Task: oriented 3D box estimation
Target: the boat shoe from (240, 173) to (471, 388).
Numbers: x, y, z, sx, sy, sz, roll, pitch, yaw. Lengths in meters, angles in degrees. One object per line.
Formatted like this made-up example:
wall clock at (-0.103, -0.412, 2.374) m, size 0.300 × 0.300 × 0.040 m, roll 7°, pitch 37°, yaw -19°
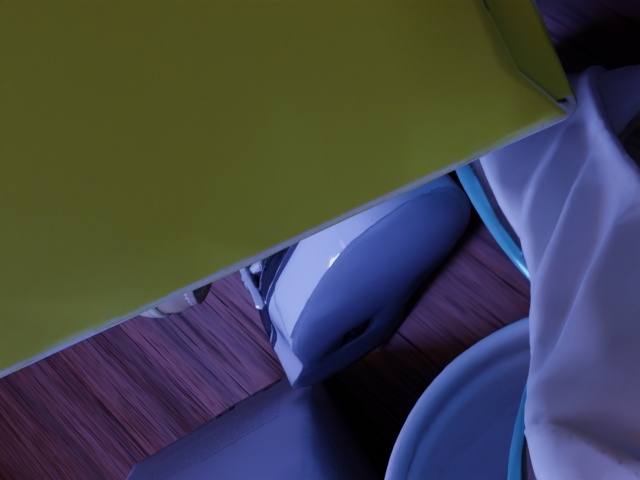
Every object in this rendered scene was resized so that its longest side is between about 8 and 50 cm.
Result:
boat shoe at (0.004, -0.002, 0.833) m, size 0.105 × 0.113 × 0.306 m, roll 57°, pitch 172°, yaw 12°

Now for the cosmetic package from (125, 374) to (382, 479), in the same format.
cosmetic package at (-0.016, 0.233, 0.878) m, size 0.230 × 0.161 × 0.453 m, roll 59°, pitch 180°, yaw -2°

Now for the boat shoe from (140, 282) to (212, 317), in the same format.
boat shoe at (-0.071, -0.077, 0.858) m, size 0.341 × 0.110 × 0.122 m, roll 92°, pitch -177°, yaw -47°

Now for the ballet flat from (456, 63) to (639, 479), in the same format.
ballet flat at (0.129, 0.005, 0.499) m, size 0.400 × 0.139 × 0.139 m, roll -80°, pitch -32°, yaw -70°

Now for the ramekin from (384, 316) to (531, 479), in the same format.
ramekin at (0.131, 0.141, 0.648) m, size 0.207 × 0.207 × 0.109 m, roll 45°, pitch 162°, yaw 28°

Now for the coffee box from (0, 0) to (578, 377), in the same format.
coffee box at (-0.154, -0.140, 0.560) m, size 0.334 × 0.337 × 0.338 m, roll -125°, pitch 11°, yaw -80°
